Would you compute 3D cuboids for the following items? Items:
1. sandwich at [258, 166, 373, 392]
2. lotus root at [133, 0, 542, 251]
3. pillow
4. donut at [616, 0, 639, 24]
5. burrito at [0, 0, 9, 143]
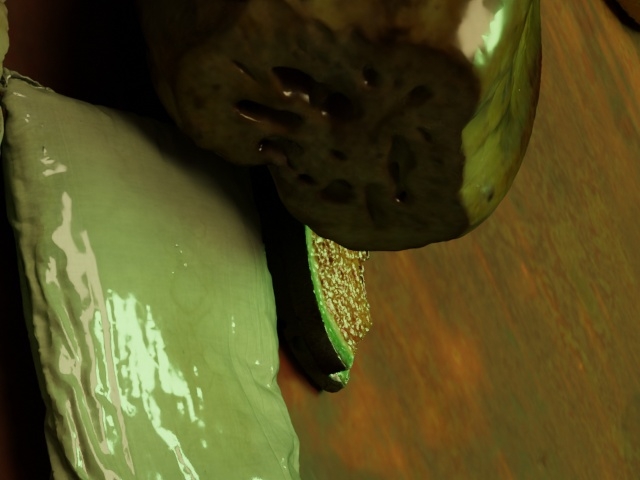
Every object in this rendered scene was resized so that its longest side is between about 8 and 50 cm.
[{"bbox_3d":[-0.001,-0.002,0.661,0.067,0.029,0.135,38,45,-47],"label":"sandwich"},{"bbox_3d":[0.008,-0.129,0.614,0.193,0.193,0.291,48,31,-31],"label":"lotus root"},{"bbox_3d":[-0.055,0.058,0.539,0.148,0.050,0.230,14,60,-58],"label":"pillow"},{"bbox_3d":[0.258,-0.243,1.107,0.174,0.074,0.190,40,41,-36],"label":"donut"},{"bbox_3d":[-0.132,-0.030,0.474,0.041,0.055,0.149,106,-12,-66],"label":"burrito"}]
